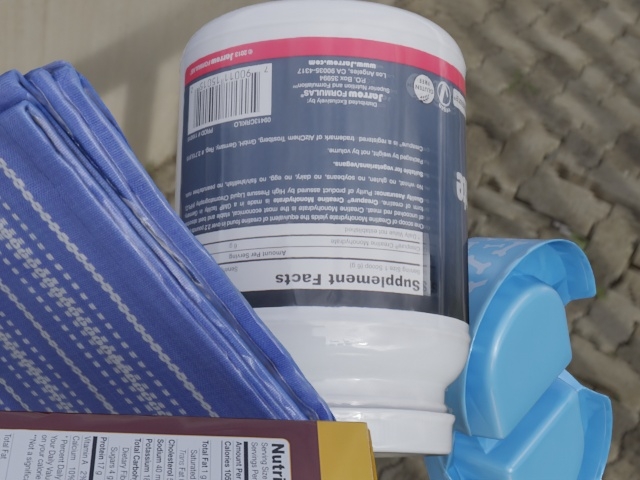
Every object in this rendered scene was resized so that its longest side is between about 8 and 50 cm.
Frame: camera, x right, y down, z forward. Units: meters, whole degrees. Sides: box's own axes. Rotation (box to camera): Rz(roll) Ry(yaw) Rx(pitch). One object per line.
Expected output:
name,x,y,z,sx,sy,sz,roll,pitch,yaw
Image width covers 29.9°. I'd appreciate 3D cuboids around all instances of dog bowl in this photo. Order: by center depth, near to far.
dog bowl,0.143,0.122,0.917,0.074,0.297,0.166,20,49,39

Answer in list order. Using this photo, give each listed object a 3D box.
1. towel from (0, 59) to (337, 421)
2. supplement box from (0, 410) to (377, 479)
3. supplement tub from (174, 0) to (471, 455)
towel,-0.161,0.049,0.652,0.243,0.336,0.040,53,48,-18
supplement box,-0.083,0.173,0.437,0.194,0.191,0.129,3,40,-7
supplement tub,0.000,0.000,0.771,0.191,0.191,0.272,3,78,-12
